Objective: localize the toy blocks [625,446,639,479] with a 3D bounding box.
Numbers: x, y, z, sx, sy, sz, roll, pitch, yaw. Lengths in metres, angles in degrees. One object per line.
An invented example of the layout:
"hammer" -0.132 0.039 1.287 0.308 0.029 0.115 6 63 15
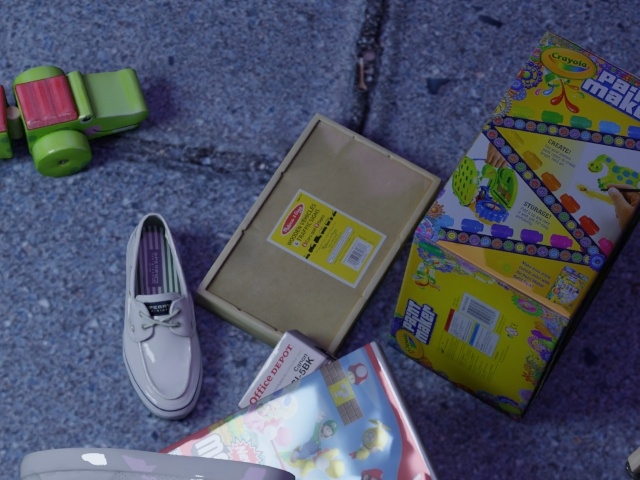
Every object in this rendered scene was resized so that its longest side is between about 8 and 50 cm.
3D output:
"toy blocks" 0.391 0.356 1.695 0.288 0.309 0.260 0 58 -22

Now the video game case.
"video game case" -0.027 0.255 1.833 0.285 0.025 0.204 -28 68 9

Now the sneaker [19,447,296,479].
"sneaker" -0.178 0.300 1.799 0.292 0.108 0.169 2 73 18

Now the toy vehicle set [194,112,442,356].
"toy vehicle set" 0.000 0.000 2.009 0.166 0.035 0.267 30 66 9

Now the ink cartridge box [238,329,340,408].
"ink cartridge box" -0.004 0.170 1.898 0.135 0.056 0.099 33 95 10

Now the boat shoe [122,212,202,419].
"boat shoe" -0.177 0.078 1.936 0.083 0.076 0.226 -10 66 -9

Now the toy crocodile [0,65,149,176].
"toy crocodile" -0.361 -0.131 2.003 0.340 0.105 0.115 -11 67 -10

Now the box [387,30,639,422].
"box" 0.224 -0.008 1.892 0.177 0.290 0.279 30 66 10
